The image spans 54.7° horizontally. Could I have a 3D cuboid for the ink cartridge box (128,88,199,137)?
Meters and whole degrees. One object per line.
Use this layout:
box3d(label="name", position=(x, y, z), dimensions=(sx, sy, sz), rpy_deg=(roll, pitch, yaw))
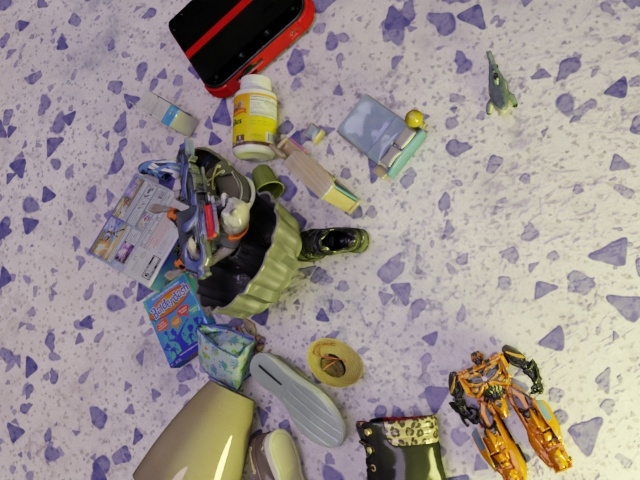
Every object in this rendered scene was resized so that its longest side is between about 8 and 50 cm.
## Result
box3d(label="ink cartridge box", position=(-0.452, -0.373, 1.786), dimensions=(0.180, 0.104, 0.060), rpy_deg=(33, 95, 23))

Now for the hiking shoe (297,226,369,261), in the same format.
box3d(label="hiking shoe", position=(0.000, 0.000, 1.535), dimensions=(0.227, 0.114, 0.086), rpy_deg=(-11, 77, 20))

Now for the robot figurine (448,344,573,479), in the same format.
box3d(label="robot figurine", position=(0.400, 0.370, 1.327), dimensions=(0.211, 0.085, 0.291), rpy_deg=(-31, 71, 14))

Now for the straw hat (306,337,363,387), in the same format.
box3d(label="straw hat", position=(0.027, 0.310, 1.499), dimensions=(0.144, 0.144, 0.061), rpy_deg=(41, 136, 23))

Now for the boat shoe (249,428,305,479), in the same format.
box3d(label="boat shoe", position=(-0.088, 0.619, 1.475), dimensions=(0.097, 0.116, 0.324), rpy_deg=(-25, 78, 36))

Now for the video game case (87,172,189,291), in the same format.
box3d(label="video game case", position=(-0.488, -0.026, 1.746), dimensions=(0.244, 0.061, 0.269), rpy_deg=(25, 81, 23))

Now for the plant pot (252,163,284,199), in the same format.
box3d(label="plant pot", position=(-0.147, -0.158, 1.647), dimensions=(0.083, 0.083, 0.079), rpy_deg=(-31, 60, 15))

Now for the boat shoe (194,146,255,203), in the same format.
box3d(label="boat shoe", position=(-0.264, -0.158, 1.616), dimensions=(0.109, 0.091, 0.305), rpy_deg=(-52, 40, 7))

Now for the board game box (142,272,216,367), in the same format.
box3d(label="board game box", position=(-0.378, 0.217, 1.690), dimensions=(0.160, 0.047, 0.210), rpy_deg=(-35, 69, 14))

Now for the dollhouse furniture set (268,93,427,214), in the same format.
box3d(label="dollhouse furniture set", position=(0.057, -0.265, 1.510), dimensions=(0.286, 0.198, 0.303), rpy_deg=(43, 98, 22))

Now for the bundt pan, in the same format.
box3d(label="bundt pan", position=(-0.166, 0.048, 1.536), dimensions=(0.331, 0.124, 0.331), rpy_deg=(-34, 40, 34))

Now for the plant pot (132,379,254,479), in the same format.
box3d(label="plant pot", position=(-0.276, 0.495, 1.517), dimensions=(0.256, 0.256, 0.274), rpy_deg=(20, 76, 24))

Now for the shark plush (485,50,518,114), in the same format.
box3d(label="shark plush", position=(0.421, -0.371, 1.449), dimensions=(0.073, 0.067, 0.161), rpy_deg=(-1, 81, 22))

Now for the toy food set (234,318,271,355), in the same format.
box3d(label="toy food set", position=(-0.187, 0.263, 1.620), dimensions=(0.122, 0.019, 0.078), rpy_deg=(44, 99, 22))

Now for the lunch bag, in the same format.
box3d(label="lunch bag", position=(-0.249, 0.288, 1.578), dimensions=(0.151, 0.096, 0.129), rpy_deg=(19, 125, 19))

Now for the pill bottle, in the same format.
box3d(label="pill bottle", position=(-0.175, -0.327, 1.658), dimensions=(0.117, 0.117, 0.215), rpy_deg=(-3, 80, 22))

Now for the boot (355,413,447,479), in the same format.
box3d(label="boot", position=(0.114, 0.546, 1.378), dimensions=(0.377, 0.138, 0.284), rpy_deg=(-9, 78, 12))

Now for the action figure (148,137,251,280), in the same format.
box3d(label="action figure", position=(-0.291, -0.066, 1.530), dimensions=(0.330, 0.178, 0.341), rpy_deg=(-11, 80, 44))

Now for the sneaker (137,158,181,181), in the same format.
box3d(label="sneaker", position=(-0.468, -0.200, 1.793), dimensions=(0.144, 0.053, 0.059), rpy_deg=(-3, 82, 23))

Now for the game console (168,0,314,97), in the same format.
box3d(label="game console", position=(-0.231, -0.630, 1.772), dimensions=(0.386, 0.060, 0.342), rpy_deg=(-38, 64, 12))

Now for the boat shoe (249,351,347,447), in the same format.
box3d(label="boat shoe", position=(-0.042, 0.372, 1.501), dimensions=(0.302, 0.094, 0.109), rpy_deg=(41, 107, 23))
